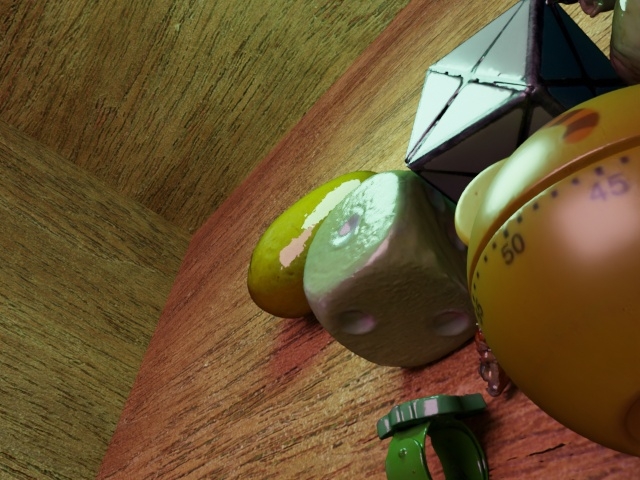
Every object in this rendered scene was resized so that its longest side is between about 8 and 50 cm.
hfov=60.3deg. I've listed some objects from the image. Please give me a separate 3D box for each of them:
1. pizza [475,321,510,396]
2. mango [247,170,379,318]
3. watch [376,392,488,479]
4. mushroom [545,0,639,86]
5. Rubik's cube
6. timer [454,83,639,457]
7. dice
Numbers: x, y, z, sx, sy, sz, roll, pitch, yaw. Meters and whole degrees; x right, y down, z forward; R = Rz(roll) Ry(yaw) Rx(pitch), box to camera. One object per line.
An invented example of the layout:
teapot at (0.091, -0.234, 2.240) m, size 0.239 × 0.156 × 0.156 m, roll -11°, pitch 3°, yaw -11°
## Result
pizza at (0.249, 0.094, 0.747) m, size 0.053 × 0.193 × 0.201 m, roll 23°, pitch 72°, yaw 43°
mango at (0.000, 0.000, 1.360) m, size 0.445 × 0.221 × 0.301 m, roll -47°, pitch 21°, yaw 12°
watch at (0.169, 0.288, 0.738) m, size 0.131 × 0.165 × 0.151 m, roll -37°, pitch 53°, yaw 36°
mushroom at (0.463, -0.383, 0.733) m, size 0.295 × 0.362 × 0.362 m, roll 12°, pitch 65°, yaw 31°
Rubik's cube at (0.329, -0.193, 0.906) m, size 0.255 × 0.259 × 0.260 m, roll -29°, pitch 38°, yaw 51°
timer at (0.317, -0.003, 0.537) m, size 0.376 × 0.376 × 0.386 m, roll -39°, pitch 31°, yaw 36°
dice at (0.136, 0.049, 0.959) m, size 0.254 × 0.250 × 0.251 m, roll -40°, pitch 27°, yaw 34°
